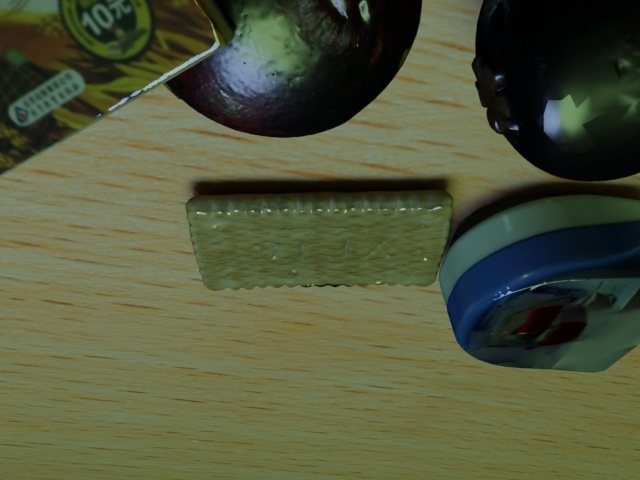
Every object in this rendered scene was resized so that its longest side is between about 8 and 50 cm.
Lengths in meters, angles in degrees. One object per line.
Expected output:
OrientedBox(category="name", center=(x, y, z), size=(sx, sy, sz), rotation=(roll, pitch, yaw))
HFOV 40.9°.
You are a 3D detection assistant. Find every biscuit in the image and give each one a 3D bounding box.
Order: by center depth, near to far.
OrientedBox(category="biscuit", center=(0.000, 0.000, 1.089), size=(0.324, 0.044, 0.217), rotation=(-2, 148, 0))

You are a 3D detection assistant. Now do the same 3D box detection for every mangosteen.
OrientedBox(category="mangosteen", center=(-0.048, -0.192, 0.662), size=(0.228, 0.228, 0.265), rotation=(27, 171, -37))
OrientedBox(category="mangosteen", center=(0.240, -0.161, 0.709), size=(0.243, 0.243, 0.243), rotation=(-1, 147, -1))

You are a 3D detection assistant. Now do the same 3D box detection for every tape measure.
OrientedBox(category="tape measure", center=(0.286, 0.054, 1.096), size=(0.262, 0.138, 0.259), rotation=(1, 146, -7))

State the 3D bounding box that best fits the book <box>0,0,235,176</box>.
OrientedBox(category="book", center=(-0.282, -0.242, 0.532), size=(0.300, 0.039, 0.428), rotation=(-21, 115, 32))
